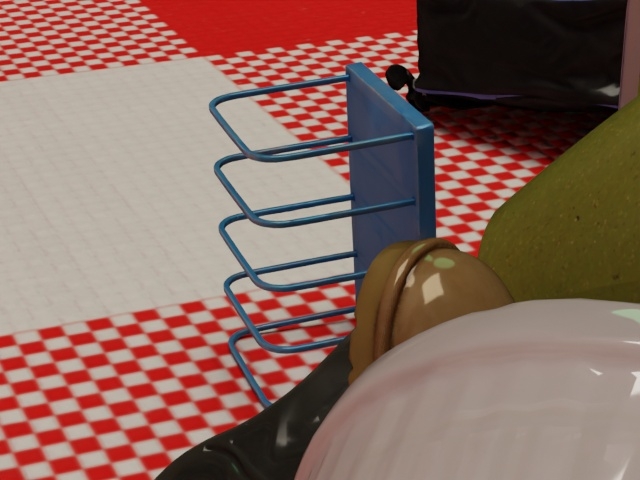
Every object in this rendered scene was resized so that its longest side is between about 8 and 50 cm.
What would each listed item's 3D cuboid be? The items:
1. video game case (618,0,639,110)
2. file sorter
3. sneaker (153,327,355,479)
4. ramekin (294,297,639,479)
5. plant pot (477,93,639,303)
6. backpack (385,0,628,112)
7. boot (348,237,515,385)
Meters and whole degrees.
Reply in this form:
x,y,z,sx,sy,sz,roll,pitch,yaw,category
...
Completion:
x,y,z,sx,sy,sz,roll,pitch,yaw,category
0.257,-0.070,1.010,0.061,0.244,0.269,15,28,27,video game case
0.000,0.000,0.948,0.105,0.170,0.118,-10,26,-16,file sorter
0.007,0.129,0.780,0.227,0.130,0.087,-38,41,-12,sneaker
0.092,0.162,0.488,0.273,0.272,0.127,11,38,24,ramekin
0.225,0.009,0.681,0.294,0.274,0.275,-18,12,34,plant pot
0.234,-0.197,1.364,0.277,0.213,0.263,17,19,40,backpack
0.156,0.103,0.581,0.270,0.236,0.089,-6,14,35,boot
